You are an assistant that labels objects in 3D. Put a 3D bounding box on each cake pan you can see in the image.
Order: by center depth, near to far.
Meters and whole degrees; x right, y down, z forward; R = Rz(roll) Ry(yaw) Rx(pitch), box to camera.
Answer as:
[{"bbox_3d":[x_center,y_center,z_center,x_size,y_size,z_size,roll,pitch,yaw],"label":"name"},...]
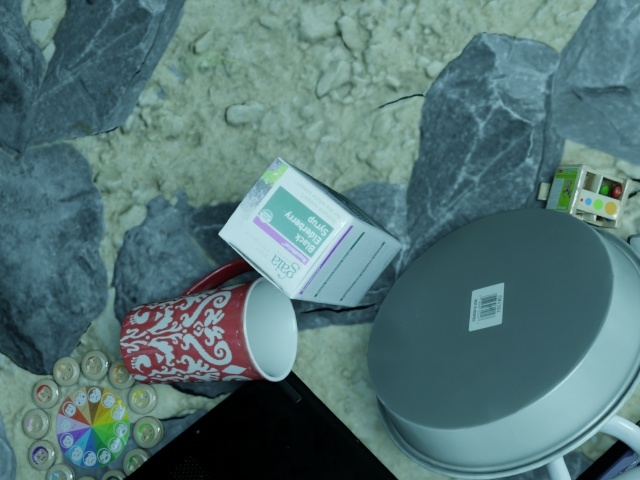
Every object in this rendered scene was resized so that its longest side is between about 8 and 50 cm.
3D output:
[{"bbox_3d":[0.165,0.081,0.826,0.293,0.054,0.293,-27,35,21],"label":"cake pan"}]

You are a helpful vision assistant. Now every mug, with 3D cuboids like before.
[{"bbox_3d":[-0.119,0.100,0.978,0.169,0.150,0.113,-10,108,25],"label":"mug"}]

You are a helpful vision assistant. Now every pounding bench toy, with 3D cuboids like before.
[{"bbox_3d":[0.273,-0.045,0.911,0.065,0.083,0.052,15,90,-15],"label":"pounding bench toy"}]

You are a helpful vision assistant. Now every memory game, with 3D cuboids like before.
[{"bbox_3d":[-0.274,0.223,1.044,0.186,0.012,0.186,-2,83,15],"label":"memory game"}]

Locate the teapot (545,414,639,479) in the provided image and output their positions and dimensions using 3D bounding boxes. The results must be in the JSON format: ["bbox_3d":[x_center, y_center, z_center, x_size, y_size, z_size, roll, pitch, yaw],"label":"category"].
[{"bbox_3d":[0.316,0.269,0.692,0.253,0.187,0.256,-12,99,47],"label":"teapot"}]

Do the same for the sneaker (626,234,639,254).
[{"bbox_3d":[0.419,-0.045,0.846,0.271,0.100,0.108,-41,70,7],"label":"sneaker"}]

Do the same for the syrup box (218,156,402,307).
[{"bbox_3d":[0.000,0.000,0.880,0.093,0.237,0.096,39,94,17],"label":"syrup box"}]

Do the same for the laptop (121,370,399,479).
[{"bbox_3d":[-0.080,0.416,0.911,0.382,0.236,0.408,44,54,14],"label":"laptop"}]

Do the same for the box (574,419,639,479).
[{"bbox_3d":[0.313,0.302,0.831,0.261,0.103,0.184,-46,77,6],"label":"box"}]
